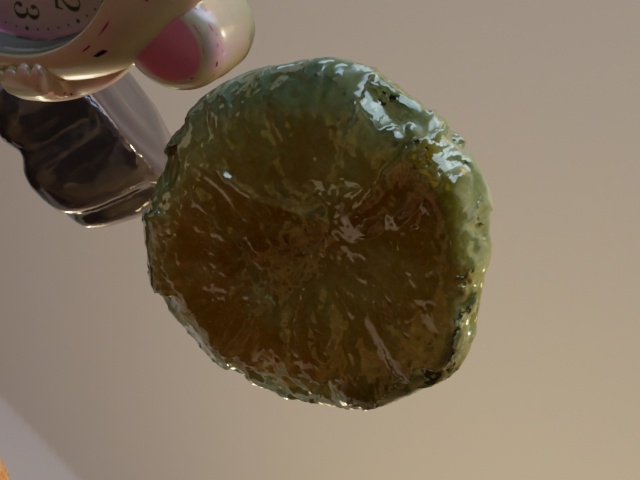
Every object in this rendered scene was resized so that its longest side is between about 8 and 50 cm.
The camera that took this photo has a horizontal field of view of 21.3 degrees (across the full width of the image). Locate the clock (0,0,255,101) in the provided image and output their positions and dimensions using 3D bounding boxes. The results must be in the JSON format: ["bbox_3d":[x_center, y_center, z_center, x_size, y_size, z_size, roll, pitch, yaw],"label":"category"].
[{"bbox_3d":[-0.198,-0.236,1.197,0.309,0.114,0.284,11,-63,22],"label":"clock"}]

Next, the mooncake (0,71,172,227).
[{"bbox_3d":[-0.258,-0.129,1.828,0.133,0.245,0.245,-29,-102,7],"label":"mooncake"}]

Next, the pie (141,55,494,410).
[{"bbox_3d":[0.000,0.000,1.298,0.306,0.071,0.306,12,-61,24],"label":"pie"}]

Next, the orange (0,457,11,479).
[{"bbox_3d":[-0.391,0.253,1.128,0.326,0.423,0.424,-132,-132,-61],"label":"orange"}]
